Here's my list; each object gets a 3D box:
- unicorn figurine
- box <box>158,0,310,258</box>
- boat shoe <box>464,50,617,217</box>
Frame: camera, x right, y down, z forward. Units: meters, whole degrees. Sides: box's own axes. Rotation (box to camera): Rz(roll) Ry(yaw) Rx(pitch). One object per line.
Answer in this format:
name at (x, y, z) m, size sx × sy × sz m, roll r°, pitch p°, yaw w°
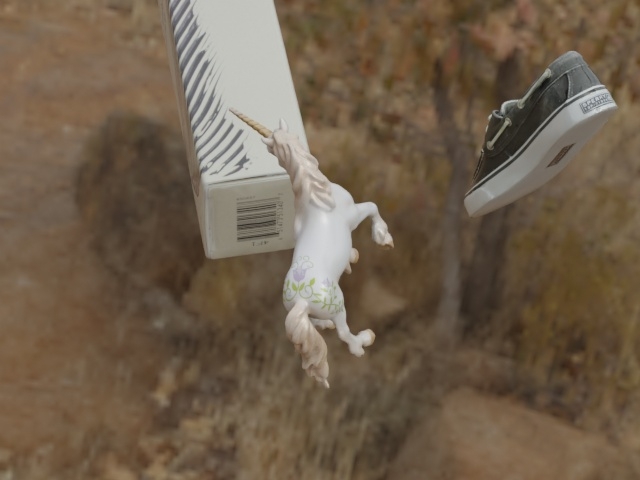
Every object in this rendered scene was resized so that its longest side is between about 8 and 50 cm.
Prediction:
unicorn figurine at (0.000, 0.000, 1.094) m, size 0.060 × 0.111 × 0.162 m, roll -19°, pitch 56°, yaw 21°
box at (-0.075, -0.127, 1.499) m, size 0.094 × 0.113 × 0.275 m, roll -8°, pitch 54°, yaw -8°
boat shoe at (0.189, -0.094, 1.592) m, size 0.078 × 0.219 × 0.070 m, roll -18°, pitch 72°, yaw -35°
